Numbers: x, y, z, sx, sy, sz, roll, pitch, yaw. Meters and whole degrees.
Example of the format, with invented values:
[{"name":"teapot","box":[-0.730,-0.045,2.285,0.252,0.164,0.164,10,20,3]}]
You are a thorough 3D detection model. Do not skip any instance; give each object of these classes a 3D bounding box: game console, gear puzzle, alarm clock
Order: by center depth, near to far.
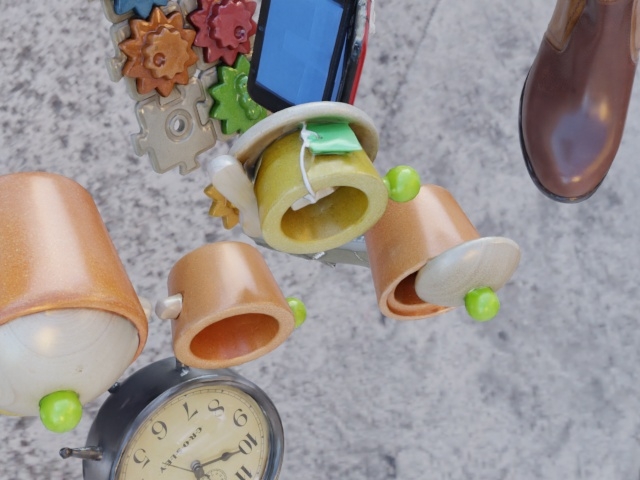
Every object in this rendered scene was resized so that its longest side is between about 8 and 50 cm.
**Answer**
[{"name":"alarm clock","box":[-0.083,0.155,0.728,0.129,0.064,0.192,-45,122,-17]},{"name":"game console","box":[-0.016,-0.129,0.842,0.085,0.144,0.124,11,41,-3]},{"name":"gear puzzle","box":[-0.115,-0.155,1.072,0.175,0.044,0.339,-32,123,-31]}]

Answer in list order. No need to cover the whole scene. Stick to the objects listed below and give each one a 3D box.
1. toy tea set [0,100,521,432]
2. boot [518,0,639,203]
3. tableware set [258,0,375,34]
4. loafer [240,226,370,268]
[{"name":"toy tea set","box":[-0.045,0.039,0.578,0.336,0.200,0.124,-15,59,-8]},{"name":"boot","box":[0.228,-0.180,0.834,0.096,0.280,0.264,20,81,8]},{"name":"tableware set","box":[-0.005,-0.316,1.570,0.168,0.020,0.141,19,69,2]},{"name":"loafer","box":[0.000,0.000,1.461,0.094,0.251,0.087,-53,138,-32]}]
